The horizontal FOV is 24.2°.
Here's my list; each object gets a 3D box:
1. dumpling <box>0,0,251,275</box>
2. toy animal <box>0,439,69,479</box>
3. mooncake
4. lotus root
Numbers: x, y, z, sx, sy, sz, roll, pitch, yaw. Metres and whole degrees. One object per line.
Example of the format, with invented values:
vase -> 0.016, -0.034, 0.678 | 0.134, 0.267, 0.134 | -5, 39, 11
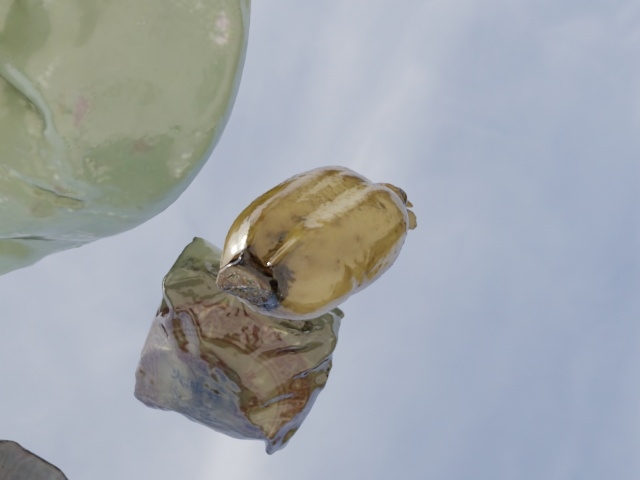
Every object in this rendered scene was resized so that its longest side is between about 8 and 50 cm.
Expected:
dumpling -> -0.194, -0.131, 1.102 | 0.270, 0.212, 0.320 | 9, -96, -5
toy animal -> -0.202, 0.169, 0.701 | 0.179, 0.116, 0.218 | -52, -57, -21
mooncake -> -0.056, 0.079, 0.995 | 0.125, 0.130, 0.073 | 25, -140, 8
lotus root -> 0.000, 0.000, 0.733 | 0.152, 0.072, 0.063 | -26, -51, -48
